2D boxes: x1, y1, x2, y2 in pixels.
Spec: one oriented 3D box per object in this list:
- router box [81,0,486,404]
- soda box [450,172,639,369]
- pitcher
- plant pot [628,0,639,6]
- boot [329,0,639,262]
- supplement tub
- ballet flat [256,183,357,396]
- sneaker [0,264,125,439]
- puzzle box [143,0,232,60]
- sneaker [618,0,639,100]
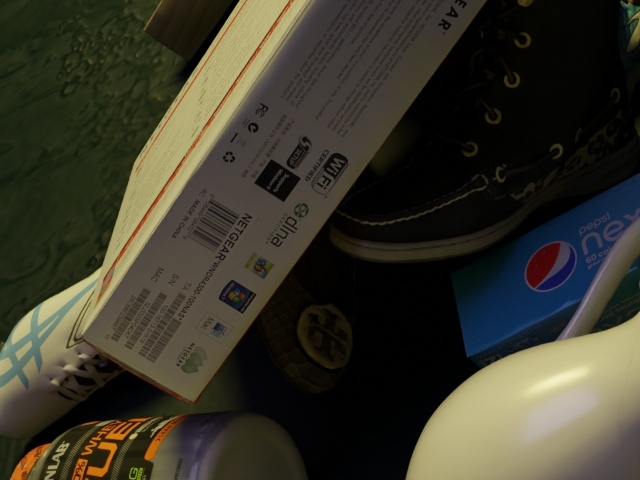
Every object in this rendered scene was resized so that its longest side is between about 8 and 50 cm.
[{"bbox_3d":[-0.015,-0.107,1.028,0.335,0.082,0.301,-54,13,19],"label":"router box"},{"bbox_3d":[0.186,0.015,0.968,0.210,0.067,0.071,-29,42,21],"label":"soda box"},{"bbox_3d":[0.142,0.088,0.884,0.207,0.125,0.178,-42,28,35],"label":"pitcher"},{"bbox_3d":[0.300,-0.277,0.986,0.254,0.237,0.237,-8,47,1],"label":"plant pot"},{"bbox_3d":[0.099,-0.097,0.978,0.236,0.179,0.085,-21,31,-31],"label":"boot"},{"bbox_3d":[-0.111,0.174,1.068,0.190,0.117,0.117,-10,52,37],"label":"supplement tub"},{"bbox_3d":[0.000,0.000,1.144,0.058,0.084,0.250,-31,36,29],"label":"ballet flat"},{"bbox_3d":[-0.162,0.072,1.228,0.237,0.085,0.086,-44,47,10],"label":"sneaker"},{"bbox_3d":[-0.014,-0.318,1.271,0.272,0.052,0.409,-60,9,-19],"label":"puzzle box"},{"bbox_3d":[0.201,-0.148,1.084,0.162,0.073,0.063,-53,39,-7],"label":"sneaker"}]
